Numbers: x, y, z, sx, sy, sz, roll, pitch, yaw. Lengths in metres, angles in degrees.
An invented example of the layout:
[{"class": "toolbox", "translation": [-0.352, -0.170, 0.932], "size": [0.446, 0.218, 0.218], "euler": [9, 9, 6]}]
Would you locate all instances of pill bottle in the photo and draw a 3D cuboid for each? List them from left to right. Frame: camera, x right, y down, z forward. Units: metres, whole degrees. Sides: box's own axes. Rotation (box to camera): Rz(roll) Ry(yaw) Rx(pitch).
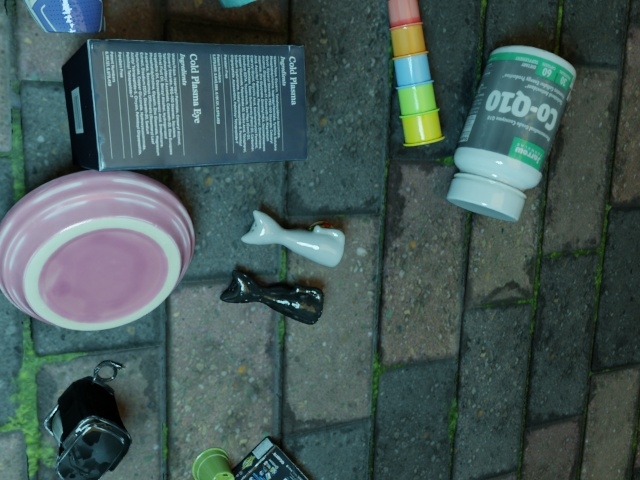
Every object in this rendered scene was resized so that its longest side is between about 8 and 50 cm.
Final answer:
[{"class": "pill bottle", "translation": [0.428, -0.238, 1.455], "size": [0.204, 0.204, 0.360], "euler": [19, 90, -29]}]

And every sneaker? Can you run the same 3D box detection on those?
[{"class": "sneaker", "translation": [-0.415, -0.486, 0.983], "size": [0.128, 0.182, 0.315], "euler": [-13, 105, -24]}]

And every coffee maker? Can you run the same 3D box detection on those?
[{"class": "coffee maker", "translation": [-0.411, 0.321, 1.136], "size": [0.120, 0.178, 0.171], "euler": [15, 92, -30]}]

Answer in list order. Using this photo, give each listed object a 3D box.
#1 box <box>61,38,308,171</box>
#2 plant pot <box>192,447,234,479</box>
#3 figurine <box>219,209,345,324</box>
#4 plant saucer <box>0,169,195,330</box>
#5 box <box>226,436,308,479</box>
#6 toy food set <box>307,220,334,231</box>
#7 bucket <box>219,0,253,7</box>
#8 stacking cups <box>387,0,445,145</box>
[{"class": "box", "translation": [-0.232, -0.212, 1.037], "size": [0.313, 0.343, 0.178], "euler": [-8, 101, -26]}, {"class": "plant pot", "translation": [-0.216, 0.489, 1.325], "size": [0.083, 0.079, 0.083], "euler": [-6, 103, -27]}, {"class": "figurine", "translation": [-0.079, 0.052, 1.303], "size": [0.210, 0.092, 0.214], "euler": [15, 101, -24]}, {"class": "plant saucer", "translation": [-0.370, 0.037, 1.078], "size": [0.332, 0.084, 0.332], "euler": [-17, 136, -17]}, {"class": "box", "translation": [-0.111, 0.571, 1.411], "size": [0.175, 0.051, 0.220], "euler": [-43, 115, -14]}, {"class": "toy food set", "translation": [0.000, 0.000, 1.381], "size": [0.083, 0.020, 0.083], "euler": [-15, 106, -25]}, {"class": "bucket", "translation": [-0.112, -0.542, 1.086], "size": [0.281, 0.281, 0.183], "euler": [-41, 124, -15]}, {"class": "stacking cups", "translation": [0.200, -0.367, 1.375], "size": [0.096, 0.096, 0.316], "euler": [-19, 108, -23]}]
